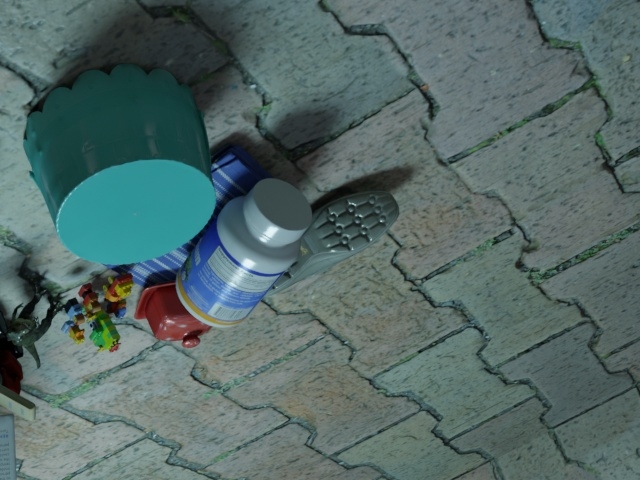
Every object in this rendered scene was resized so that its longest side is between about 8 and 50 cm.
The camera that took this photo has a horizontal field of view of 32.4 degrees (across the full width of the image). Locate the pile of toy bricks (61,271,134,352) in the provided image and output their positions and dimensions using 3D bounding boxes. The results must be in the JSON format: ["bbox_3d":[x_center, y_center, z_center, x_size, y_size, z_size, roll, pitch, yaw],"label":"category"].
[{"bbox_3d":[-0.392,0.153,1.989,0.118,0.105,0.212,-21,161,-38],"label":"pile of toy bricks"}]

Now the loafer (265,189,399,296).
[{"bbox_3d":[0.000,0.000,2.054,0.320,0.112,0.111,-27,-179,7],"label":"loafer"}]

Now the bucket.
[{"bbox_3d":[-0.294,-0.105,1.660,0.281,0.183,0.281,-15,146,-10],"label":"bucket"}]

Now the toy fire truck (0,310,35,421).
[{"bbox_3d":[-0.574,0.235,1.925,0.159,0.246,0.217,-18,146,-4],"label":"toy fire truck"}]

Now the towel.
[{"bbox_3d":[-0.228,-0.033,1.937,0.336,0.040,0.243,-29,148,14],"label":"towel"}]

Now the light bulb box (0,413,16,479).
[{"bbox_3d":[-0.698,0.510,2.030,0.225,0.360,0.358,-1,172,-26],"label":"light bulb box"}]

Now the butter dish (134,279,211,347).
[{"bbox_3d":[-0.255,0.145,2.068,0.160,0.118,0.160,-10,157,-23],"label":"butter dish"}]

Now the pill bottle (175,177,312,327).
[{"bbox_3d":[-0.128,0.018,1.891,0.152,0.152,0.272,6,140,-34],"label":"pill bottle"}]

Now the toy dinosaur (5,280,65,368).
[{"bbox_3d":[-0.507,0.146,1.959,0.064,0.118,0.268,23,163,3],"label":"toy dinosaur"}]
